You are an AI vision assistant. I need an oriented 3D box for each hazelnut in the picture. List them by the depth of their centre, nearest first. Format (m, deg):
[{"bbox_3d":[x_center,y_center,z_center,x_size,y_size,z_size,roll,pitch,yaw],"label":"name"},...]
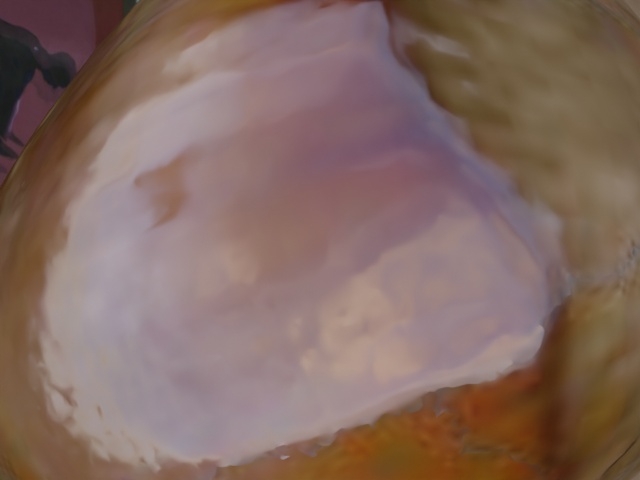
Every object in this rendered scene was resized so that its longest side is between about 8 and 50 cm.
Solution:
[{"bbox_3d":[0.004,0.002,0.508,0.214,0.214,0.176,-12,94,10],"label":"hazelnut"}]

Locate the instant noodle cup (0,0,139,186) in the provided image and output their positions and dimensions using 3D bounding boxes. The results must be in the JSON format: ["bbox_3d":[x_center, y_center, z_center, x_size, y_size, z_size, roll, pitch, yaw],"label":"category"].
[{"bbox_3d":[-0.207,-0.074,0.879,0.235,0.178,0.234,-9,75,37],"label":"instant noodle cup"}]
